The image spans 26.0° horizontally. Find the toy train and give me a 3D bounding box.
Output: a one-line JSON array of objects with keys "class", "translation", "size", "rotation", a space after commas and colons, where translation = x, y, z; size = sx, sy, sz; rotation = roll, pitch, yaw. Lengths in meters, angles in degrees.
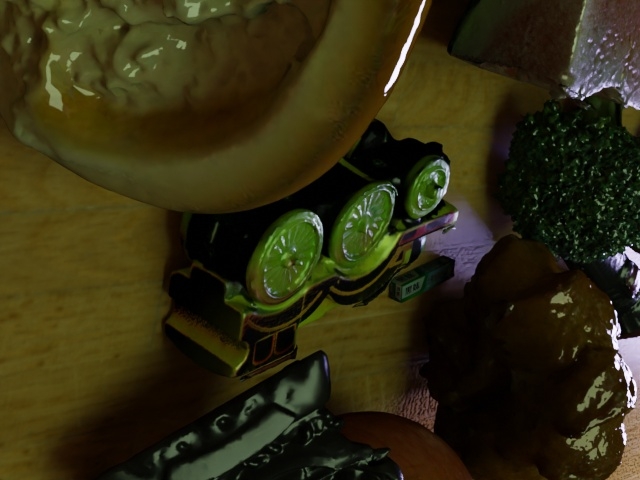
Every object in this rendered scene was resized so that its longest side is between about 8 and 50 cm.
[{"class": "toy train", "translation": [0.000, 0.000, 1.152], "size": [0.296, 0.100, 0.160], "rotation": [-22, 132, -43]}]

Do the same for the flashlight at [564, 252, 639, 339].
[{"class": "flashlight", "translation": [0.317, 0.027, 1.555], "size": [0.093, 0.093, 0.232], "rotation": [-56, 141, -13]}]

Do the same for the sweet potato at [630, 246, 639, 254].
[{"class": "sweet potato", "translation": [0.409, -0.114, 1.607], "size": [0.075, 0.075, 0.273], "rotation": [14, 94, -52]}]

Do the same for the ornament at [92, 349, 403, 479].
[{"class": "ornament", "translation": [-0.038, 0.251, 1.093], "size": [0.251, 0.106, 0.260], "rotation": [-30, 90, -16]}]

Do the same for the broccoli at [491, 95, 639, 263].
[{"class": "broccoli", "translation": [0.284, -0.089, 1.408], "size": [0.194, 0.220, 0.194], "rotation": [-10, 90, -69]}]

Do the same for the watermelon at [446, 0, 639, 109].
[{"class": "watermelon", "translation": [0.257, -0.191, 1.259], "size": [0.305, 0.224, 0.180], "rotation": [3, 65, -51]}]

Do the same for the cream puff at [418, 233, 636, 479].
[{"class": "cream puff", "translation": [0.204, 0.126, 1.370], "size": [0.155, 0.241, 0.269], "rotation": [-14, 93, -45]}]

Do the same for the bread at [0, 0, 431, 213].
[{"class": "bread", "translation": [-0.085, -0.234, 0.856], "size": [0.245, 0.329, 0.424], "rotation": [-85, 175, -62]}]

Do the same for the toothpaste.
[{"class": "toothpaste", "translation": [0.101, 0.038, 1.356], "size": [0.083, 0.017, 0.020], "rotation": [-24, 126, -42]}]

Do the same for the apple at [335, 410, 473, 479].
[{"class": "apple", "translation": [0.042, 0.289, 1.267], "size": [0.251, 0.206, 0.271], "rotation": [-20, 122, -47]}]
